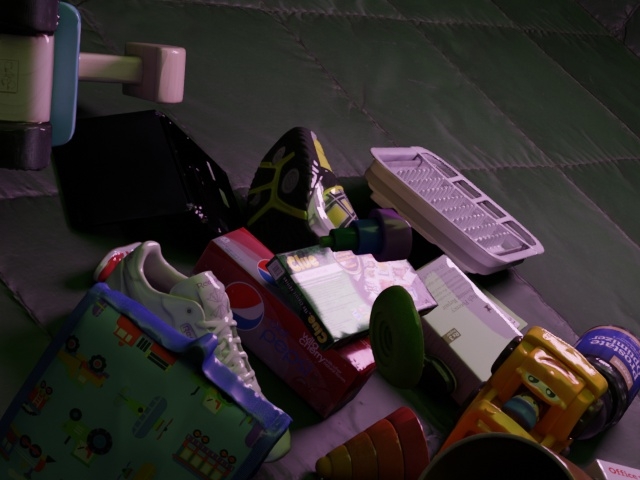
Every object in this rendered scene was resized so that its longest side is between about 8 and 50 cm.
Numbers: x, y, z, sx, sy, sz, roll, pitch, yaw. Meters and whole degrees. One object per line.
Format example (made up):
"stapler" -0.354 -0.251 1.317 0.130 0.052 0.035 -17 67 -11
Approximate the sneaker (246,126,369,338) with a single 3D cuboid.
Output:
"sneaker" 0.000 0.000 2.000 0.147 0.145 0.385 22 40 -36

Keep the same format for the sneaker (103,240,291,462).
"sneaker" -0.141 0.130 1.609 0.305 0.152 0.114 43 27 12

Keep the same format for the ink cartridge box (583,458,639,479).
"ink cartridge box" 0.431 0.400 1.873 0.139 0.082 0.191 17 34 -30

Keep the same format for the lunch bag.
"lunch bag" -0.180 0.194 1.315 0.221 0.293 0.138 38 28 5

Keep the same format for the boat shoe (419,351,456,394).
"boat shoe" 0.132 0.171 1.945 0.133 0.049 0.042 42 31 21

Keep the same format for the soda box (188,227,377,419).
"soda box" -0.048 0.103 1.809 0.263 0.092 0.083 41 28 13

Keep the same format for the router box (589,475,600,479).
"router box" 0.341 0.378 1.798 0.038 0.092 0.122 18 32 -29

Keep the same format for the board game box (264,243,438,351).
"board game box" 0.046 0.060 1.823 0.259 0.030 0.136 -13 66 -54

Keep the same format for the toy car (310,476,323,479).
"toy car" -0.032 0.310 1.588 0.122 0.060 0.041 -20 102 -38

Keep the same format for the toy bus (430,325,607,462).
"toy bus" 0.234 0.245 1.771 0.149 0.220 0.211 40 35 16

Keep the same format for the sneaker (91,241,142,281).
"sneaker" -0.235 0.041 1.762 0.067 0.042 0.118 37 26 12

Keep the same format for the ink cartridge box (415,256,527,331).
"ink cartridge box" 0.232 0.096 2.164 0.171 0.056 0.235 41 31 13

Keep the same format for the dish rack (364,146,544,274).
"dish rack" 0.210 -0.041 2.276 0.285 0.072 0.333 42 16 14

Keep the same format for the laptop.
"laptop" -0.230 -0.060 1.955 0.264 0.136 0.234 44 16 -43

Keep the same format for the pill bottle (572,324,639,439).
"pill bottle" 0.412 0.215 2.094 0.123 0.123 0.219 40 28 10

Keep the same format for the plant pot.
"plant pot" 0.262 0.358 1.643 0.254 0.237 0.237 20 28 -53

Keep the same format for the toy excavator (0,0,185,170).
"toy excavator" -0.387 -0.231 1.825 0.433 0.222 0.445 3 11 -9

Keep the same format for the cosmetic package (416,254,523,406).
"cosmetic package" 0.205 0.144 1.978 0.117 0.085 0.231 -33 70 -35

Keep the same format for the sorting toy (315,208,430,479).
"sorting toy" 0.047 0.146 1.672 0.126 0.366 0.127 -6 8 -18
